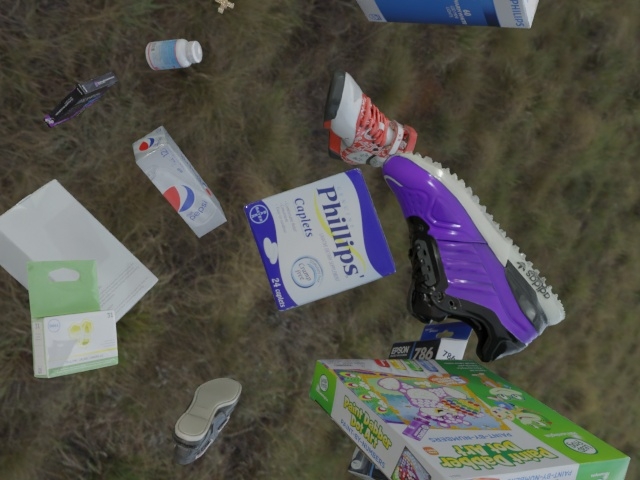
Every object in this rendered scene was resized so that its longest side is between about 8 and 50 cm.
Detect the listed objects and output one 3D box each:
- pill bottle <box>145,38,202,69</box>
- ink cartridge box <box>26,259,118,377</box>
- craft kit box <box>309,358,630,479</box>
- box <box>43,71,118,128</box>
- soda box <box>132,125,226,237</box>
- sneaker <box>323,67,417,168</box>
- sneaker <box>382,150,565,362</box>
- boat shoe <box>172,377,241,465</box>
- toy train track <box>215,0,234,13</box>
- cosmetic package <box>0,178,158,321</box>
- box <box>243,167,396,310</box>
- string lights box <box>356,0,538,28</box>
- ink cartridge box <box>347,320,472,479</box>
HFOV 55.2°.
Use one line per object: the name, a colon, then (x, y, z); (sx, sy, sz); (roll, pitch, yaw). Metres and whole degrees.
pill bottle: (-0.459, -0.585, 1.923); (0.087, 0.160, 0.087); (0, 90, -73)
ink cartridge box: (-0.517, 0.156, 1.281); (0.171, 0.056, 0.234); (0, 84, -57)
craft kit box: (0.151, 0.204, 0.673); (0.250, 0.247, 0.060); (6, 104, -30)
box: (-0.555, -0.325, 1.416); (0.029, 0.162, 0.116); (54, 36, -12)
soda box: (-0.353, -0.142, 1.549); (0.091, 0.098, 0.286); (-31, 133, 1)
sneaker: (0.085, -0.185, 0.977); (0.270, 0.145, 0.090); (75, 29, -77)
sneaker: (0.152, 0.026, 0.757); (0.146, 0.293, 0.102); (-40, 172, -3)
boat shoe: (-0.308, 0.473, 1.634); (0.335, 0.112, 0.095); (-43, 152, -73)
toy train track: (-0.208, -0.545, 1.352); (0.083, 0.048, 0.014); (-66, 167, 9)
cosmetic package: (-0.650, 0.058, 1.598); (0.156, 0.385, 0.217); (-36, -169, 45)
box: (0.000, 0.000, 0.693); (0.137, 0.126, 0.072); (-19, 174, 0)
string lights box: (0.193, -0.397, 0.907); (0.077, 0.260, 0.133); (34, 73, -59)
ink cartridge box: (0.168, 0.286, 1.132); (0.065, 0.165, 0.332); (32, 65, -17)
